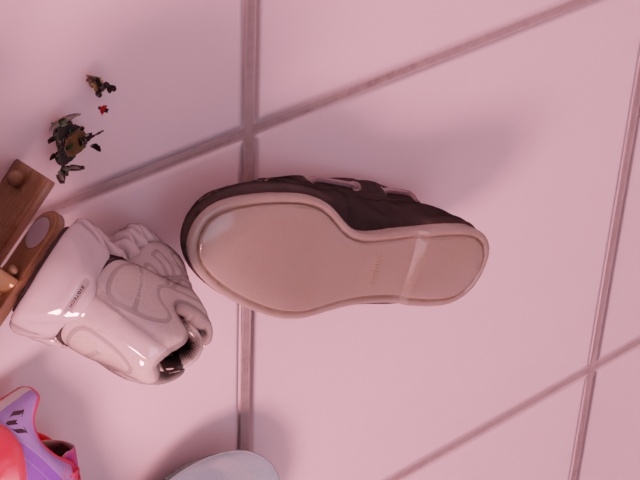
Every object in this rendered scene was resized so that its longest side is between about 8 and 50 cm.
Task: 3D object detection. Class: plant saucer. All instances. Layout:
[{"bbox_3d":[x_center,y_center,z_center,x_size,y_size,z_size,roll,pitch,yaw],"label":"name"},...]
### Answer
[{"bbox_3d":[-0.122,0.265,1.565,0.195,0.037,0.195,-26,133,-30],"label":"plant saucer"}]

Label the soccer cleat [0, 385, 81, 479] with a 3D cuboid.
[{"bbox_3d":[-0.219,0.216,1.398,0.095,0.083,0.248,-46,139,-17],"label":"soccer cleat"}]

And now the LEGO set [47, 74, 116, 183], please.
[{"bbox_3d":[-0.180,-0.083,1.259,0.083,0.023,0.054,-58,146,-16],"label":"LEGO set"}]

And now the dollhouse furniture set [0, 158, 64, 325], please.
[{"bbox_3d":[-0.259,-0.020,1.145,0.151,0.144,0.123,37,85,-38],"label":"dollhouse furniture set"}]

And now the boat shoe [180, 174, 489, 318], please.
[{"bbox_3d":[0.000,0.000,1.464,0.335,0.095,0.112,6,111,-42],"label":"boat shoe"}]

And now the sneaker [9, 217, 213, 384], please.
[{"bbox_3d":[-0.134,0.056,1.256,0.110,0.118,0.292,-59,176,4],"label":"sneaker"}]
